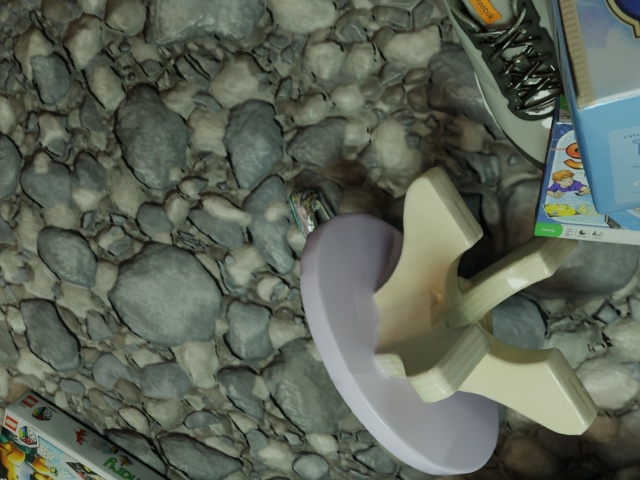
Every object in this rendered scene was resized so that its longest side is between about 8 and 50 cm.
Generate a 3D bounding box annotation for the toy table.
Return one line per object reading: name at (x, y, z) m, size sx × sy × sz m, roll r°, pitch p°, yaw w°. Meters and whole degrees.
toy table at (0.118, 0.076, 0.746) m, size 0.274 × 0.252 × 0.161 m, roll 48°, pitch 139°, yaw -12°

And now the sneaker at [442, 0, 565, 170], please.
sneaker at (0.155, -0.167, 0.685) m, size 0.100 × 0.108 × 0.271 m, roll -22°, pitch 104°, yaw 28°

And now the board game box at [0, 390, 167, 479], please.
board game box at (-0.317, 0.364, 1.155) m, size 0.305 × 0.053 × 0.193 m, roll 29°, pitch 120°, yaw 11°

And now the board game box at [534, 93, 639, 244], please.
board game box at (0.281, -0.049, 0.664) m, size 0.201 × 0.035 × 0.136 m, roll 5°, pitch 141°, yaw 11°

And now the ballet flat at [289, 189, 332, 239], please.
ballet flat at (0.000, 0.000, 0.868) m, size 0.041 × 0.041 × 0.114 m, roll -7°, pitch 109°, yaw 27°

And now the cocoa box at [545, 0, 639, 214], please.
cocoa box at (0.305, -0.174, 0.472) m, size 0.347 × 0.231 × 0.228 m, roll -11°, pitch 74°, yaw 18°
